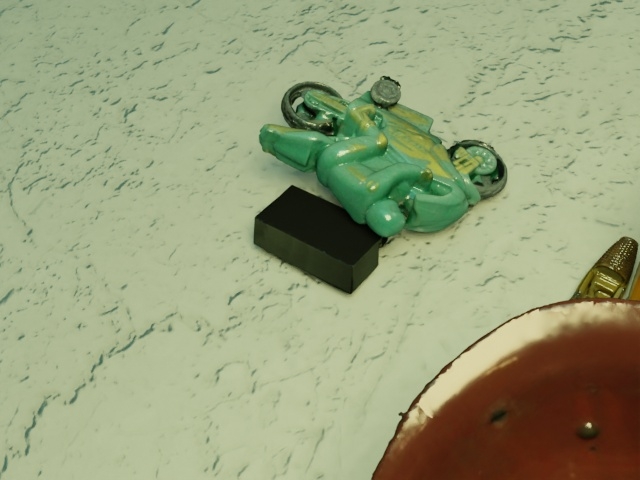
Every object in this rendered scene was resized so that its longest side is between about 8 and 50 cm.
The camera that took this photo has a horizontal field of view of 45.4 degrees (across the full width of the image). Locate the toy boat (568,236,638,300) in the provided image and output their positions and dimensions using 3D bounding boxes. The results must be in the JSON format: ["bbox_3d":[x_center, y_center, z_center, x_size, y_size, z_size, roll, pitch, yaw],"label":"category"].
[{"bbox_3d":[0.308,0.057,0.845,0.047,0.049,0.149,29,67,23],"label":"toy boat"}]

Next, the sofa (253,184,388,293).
[{"bbox_3d":[0.000,0.000,0.933,0.147,0.060,0.085,26,48,22],"label":"sofa"}]

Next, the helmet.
[{"bbox_3d":[0.203,0.258,0.504,0.337,0.230,0.385,-15,40,15],"label":"helmet"}]

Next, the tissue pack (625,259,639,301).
[{"bbox_3d":[0.417,-0.014,0.768,0.124,0.225,0.185,33,68,26],"label":"tissue pack"}]

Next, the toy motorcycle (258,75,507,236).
[{"bbox_3d":[0.073,-0.091,0.929,0.296,0.109,0.198,25,53,6],"label":"toy motorcycle"}]
